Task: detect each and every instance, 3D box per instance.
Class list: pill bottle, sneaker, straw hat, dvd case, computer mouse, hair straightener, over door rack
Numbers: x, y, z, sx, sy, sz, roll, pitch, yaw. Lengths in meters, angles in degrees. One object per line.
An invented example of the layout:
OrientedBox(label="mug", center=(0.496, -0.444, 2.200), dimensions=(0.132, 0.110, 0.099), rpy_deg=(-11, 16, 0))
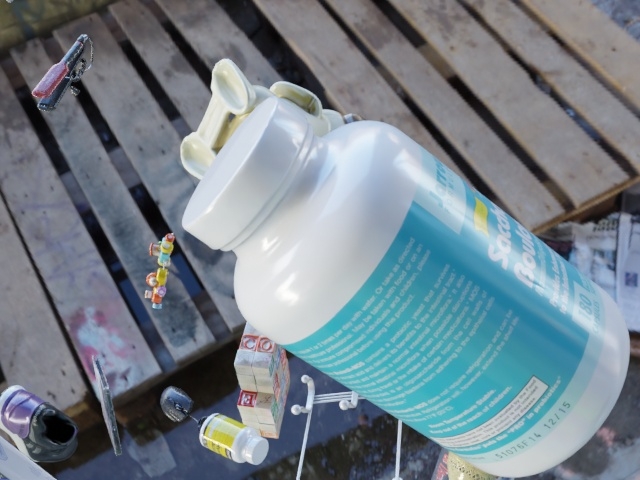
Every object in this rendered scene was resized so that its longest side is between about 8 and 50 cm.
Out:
OrientedBox(label="pill bottle", center=(0.050, 0.026, 0.475), dimensions=(0.264, 0.146, 0.146), rpy_deg=(35, 59, -19))
OrientedBox(label="sneaker", center=(-0.542, 0.398, 1.557), dimensions=(0.124, 0.283, 0.107), rpy_deg=(16, 62, 19))
OrientedBox(label="straw hat", center=(0.179, 0.264, 0.911), dimensions=(0.145, 0.144, 0.061), rpy_deg=(18, 87, 16))
OrientedBox(label="dvd case", center=(-0.499, 0.378, 1.792), dimensions=(0.018, 0.164, 0.221), rpy_deg=(-12, 16, -20))
OrientedBox(label="computer mouse", center=(-0.315, 0.414, 1.823), dimensions=(0.242, 0.041, 0.071), rpy_deg=(25, 78, 46))
OrientedBox(label="hair straightener", center=(-0.544, -0.357, 1.654), dimensions=(0.047, 0.089, 0.230), rpy_deg=(10, 55, 5))
OrientedBox(label="pill bottle", center=(-0.152, 0.355, 1.369), dimensions=(0.116, 0.065, 0.065), rpy_deg=(13, 58, 32))
OrientedBox(label="over door rack", center=(0.061, 0.410, 1.638), dimensions=(0.240, 0.108, 0.324), rpy_deg=(-9, 45, 15))

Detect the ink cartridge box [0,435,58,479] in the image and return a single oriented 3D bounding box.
OrientedBox(label="ink cartridge box", center=(-0.509, 0.353, 1.229), dimensions=(0.097, 0.207, 0.046), rpy_deg=(-14, 35, 48))

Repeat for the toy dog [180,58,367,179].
OrientedBox(label="toy dog", center=(-0.055, -0.236, 1.854), dimensions=(0.408, 0.284, 0.395), rpy_deg=(0, 28, -45))

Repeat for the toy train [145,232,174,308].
OrientedBox(label="toy train", center=(-0.344, 0.063, 1.625), dimensions=(0.046, 0.125, 0.166), rpy_deg=(9, 89, -13))

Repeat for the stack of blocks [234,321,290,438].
OrientedBox(label="stack of blocks", center=(-0.144, 0.351, 1.926), dimensions=(0.087, 0.297, 0.171), rpy_deg=(6, 52, 8))

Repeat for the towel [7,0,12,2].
OrientedBox(label="towel", center=(-0.400, -0.490, 0.867), dimensions=(0.332, 0.053, 0.316), rpy_deg=(35, 80, -21))

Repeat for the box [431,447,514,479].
OrientedBox(label="box", center=(0.266, 0.319, 1.227), dimensions=(0.159, 0.233, 0.044), rpy_deg=(0, 24, -36))
